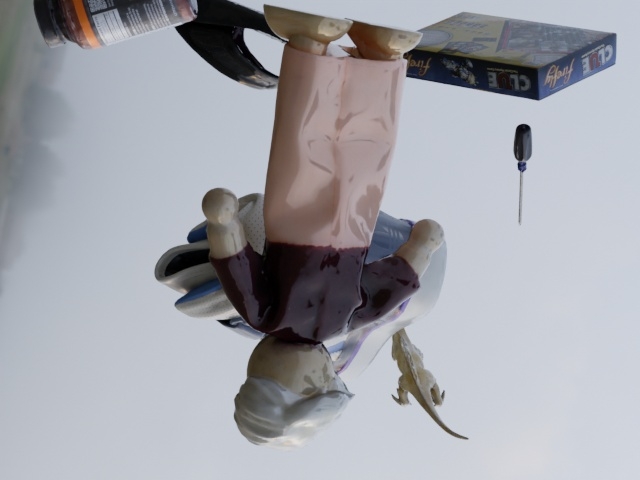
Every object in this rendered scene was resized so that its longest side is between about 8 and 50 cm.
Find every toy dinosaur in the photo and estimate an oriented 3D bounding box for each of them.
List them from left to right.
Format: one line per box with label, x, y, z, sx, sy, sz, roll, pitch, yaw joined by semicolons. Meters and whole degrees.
toy dinosaur;0.095;0.139;1.483;0.092;0.053;0.183;73;-3;-61

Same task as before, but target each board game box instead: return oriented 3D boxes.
board game box;0.223;-0.234;1.857;0.243;0.165;0.042;17;-58;42

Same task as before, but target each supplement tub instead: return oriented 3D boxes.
supplement tub;-0.264;-0.307;1.904;0.106;0.198;0.106;-15;90;-86

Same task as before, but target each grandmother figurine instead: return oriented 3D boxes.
grandmother figurine;0.000;0.000;1.149;0.104;0.208;0.342;-140;-120;-70

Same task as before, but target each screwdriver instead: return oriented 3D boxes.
screwdriver;0.254;-0.077;1.856;0.025;0.024;0.170;42;-28;42

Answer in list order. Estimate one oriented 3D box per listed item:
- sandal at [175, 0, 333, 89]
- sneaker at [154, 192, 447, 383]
sandal;-0.148;-0.295;2.128;0.167;0.446;0.107;-29;139;-79
sneaker;-0.049;0.042;1.380;0.323;0.236;0.130;139;-43;-61
